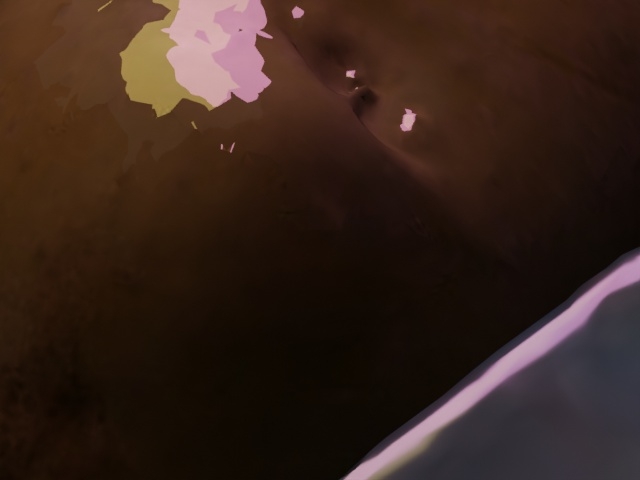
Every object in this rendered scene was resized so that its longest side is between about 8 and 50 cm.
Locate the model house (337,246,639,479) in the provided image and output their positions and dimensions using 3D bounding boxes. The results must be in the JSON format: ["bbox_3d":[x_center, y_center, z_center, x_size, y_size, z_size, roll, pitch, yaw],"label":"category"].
[{"bbox_3d":[0.067,0.243,0.375,0.360,0.297,0.339,-37,-28,-24],"label":"model house"}]

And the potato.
[{"bbox_3d":[0.000,0.000,0.534,0.221,0.243,0.326,31,38,13],"label":"potato"}]
